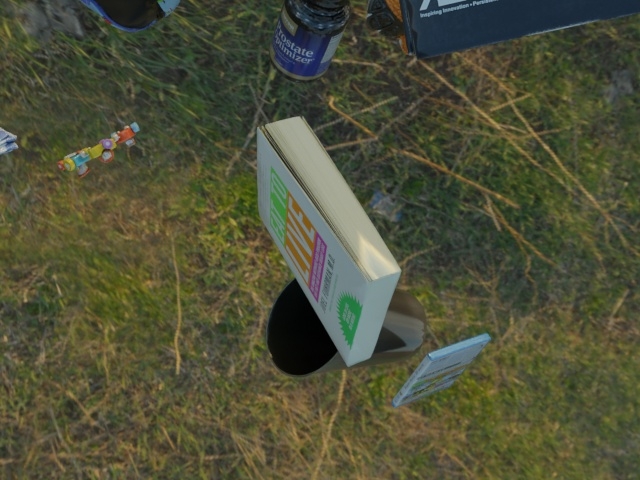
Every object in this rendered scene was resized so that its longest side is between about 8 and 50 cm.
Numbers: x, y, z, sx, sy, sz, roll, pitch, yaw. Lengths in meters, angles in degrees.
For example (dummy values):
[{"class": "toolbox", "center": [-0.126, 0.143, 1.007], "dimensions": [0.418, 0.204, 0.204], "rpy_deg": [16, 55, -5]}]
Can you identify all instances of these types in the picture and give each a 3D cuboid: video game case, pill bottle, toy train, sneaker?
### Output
[{"class": "video game case", "center": [0.190, 0.209, 1.110], "dimensions": [0.119, 0.015, 0.166], "rpy_deg": [-14, 148, -27]}, {"class": "pill bottle", "center": [-0.015, -0.399, 1.265], "dimensions": [0.123, 0.123, 0.219], "rpy_deg": [-17, 161, -23]}, {"class": "toy train", "center": [-0.436, -0.175, 1.380], "dimensions": [0.166, 0.125, 0.046], "rpy_deg": [-25, 108, 6]}, {"class": "sneaker", "center": [0.147, -0.401, 1.162], "dimensions": [0.262, 0.099, 0.121], "rpy_deg": [9, 83, -67]}]

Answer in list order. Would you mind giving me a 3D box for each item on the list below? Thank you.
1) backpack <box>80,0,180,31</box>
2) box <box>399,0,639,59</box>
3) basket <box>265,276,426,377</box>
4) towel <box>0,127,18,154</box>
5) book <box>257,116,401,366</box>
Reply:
[{"class": "backpack", "center": [-0.130, -0.228, 0.442], "dimensions": [0.158, 0.117, 0.173], "rpy_deg": [-54, 169, -3]}, {"class": "box", "center": [0.229, -0.276, 0.588], "dimensions": [0.318, 0.395, 0.097], "rpy_deg": [-6, 119, 14]}, {"class": "basket", "center": [0.057, 0.139, 1.146], "dimensions": [0.227, 0.154, 0.204], "rpy_deg": [10, 138, -45]}, {"class": "towel", "center": [-0.628, -0.150, 1.017], "dimensions": [0.285, 0.209, 0.034], "rpy_deg": [-33, 144, -52]}, {"class": "book", "center": [0.000, 0.000, 0.468], "dimensions": [0.035, 0.144, 0.096], "rpy_deg": [-18, 144, -22]}]
